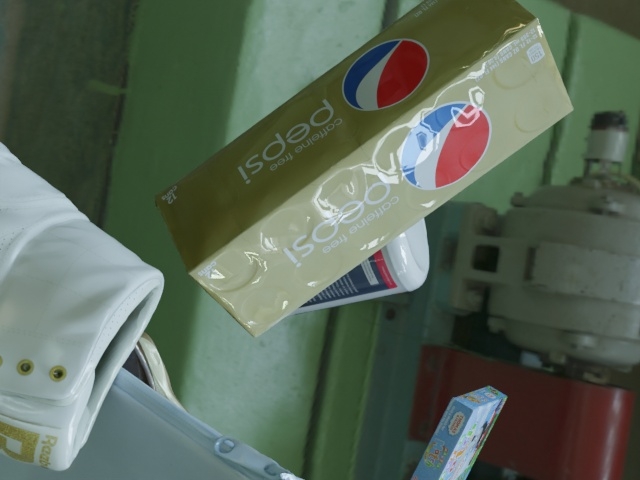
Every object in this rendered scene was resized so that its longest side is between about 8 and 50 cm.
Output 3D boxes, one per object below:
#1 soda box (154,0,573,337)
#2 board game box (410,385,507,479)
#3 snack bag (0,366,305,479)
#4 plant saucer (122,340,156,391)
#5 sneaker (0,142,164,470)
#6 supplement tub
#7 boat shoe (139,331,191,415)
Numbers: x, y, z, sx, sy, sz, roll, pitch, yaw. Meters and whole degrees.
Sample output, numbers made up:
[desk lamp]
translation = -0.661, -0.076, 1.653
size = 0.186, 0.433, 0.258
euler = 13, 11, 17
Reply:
[soda box]
translation = 0.018, -0.039, 0.430
size = 0.181, 0.058, 0.061
euler = -36, 135, 3
[board game box]
translation = 0.191, 0.288, 1.329
size = 0.160, 0.039, 0.211
euler = -65, 157, 7
[snack bag]
translation = -0.148, 0.203, 0.627
size = 0.037, 0.323, 0.342
euler = -26, 135, -48
[plant saucer]
translation = -0.270, 0.094, 0.770
size = 0.310, 0.311, 0.050
euler = 57, 29, -24
[sneaker]
translation = -0.202, 0.071, 0.453
size = 0.169, 0.108, 0.292
euler = 33, 51, 12
[supplement tub]
translation = 0.000, 0.000, 1.324
size = 0.191, 0.272, 0.191
euler = -13, 90, -73
[boat shoe]
translation = -0.296, 0.310, 1.659
size = 0.098, 0.109, 0.302
euler = -27, 97, -40
